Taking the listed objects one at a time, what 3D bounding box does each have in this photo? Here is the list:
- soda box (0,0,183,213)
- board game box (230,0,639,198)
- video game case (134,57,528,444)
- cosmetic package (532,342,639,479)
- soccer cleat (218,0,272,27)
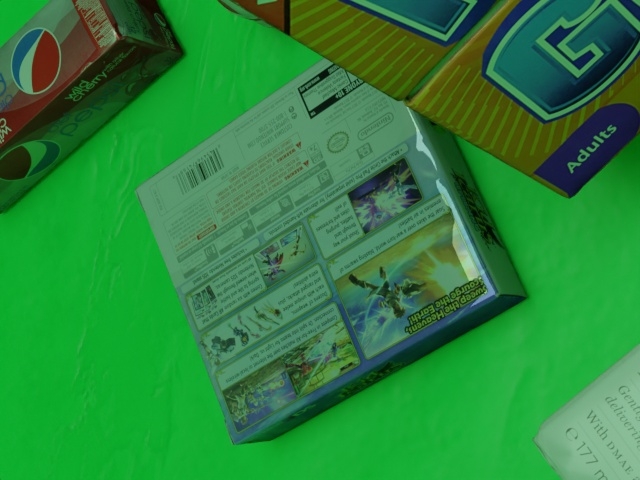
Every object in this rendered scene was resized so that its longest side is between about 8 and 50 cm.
[{"bbox_3d":[-0.255,-0.132,1.308,0.263,0.092,0.083,-37,68,25],"label":"soda box"},{"bbox_3d":[0.104,-0.316,0.894,0.356,0.356,0.356,-46,45,20],"label":"board game box"},{"bbox_3d":[0.000,0.000,1.159,0.269,0.061,0.244,-32,69,26],"label":"video game case"},{"bbox_3d":[0.355,0.086,0.878,0.385,0.156,0.217,-46,63,21],"label":"cosmetic package"},{"bbox_3d":[-0.054,-0.341,1.187,0.108,0.116,0.318,-3,85,31],"label":"soccer cleat"}]
